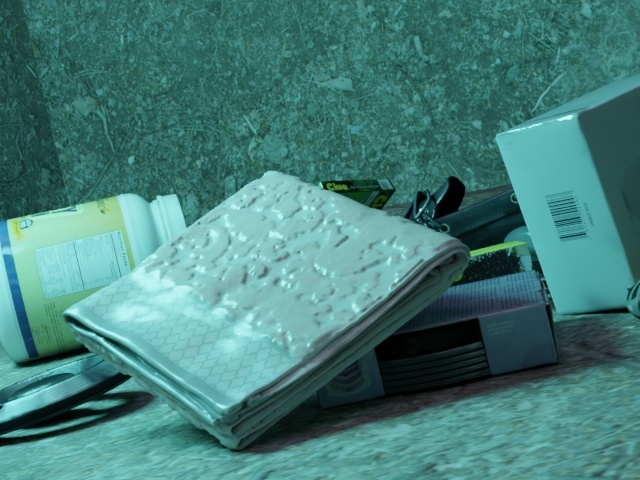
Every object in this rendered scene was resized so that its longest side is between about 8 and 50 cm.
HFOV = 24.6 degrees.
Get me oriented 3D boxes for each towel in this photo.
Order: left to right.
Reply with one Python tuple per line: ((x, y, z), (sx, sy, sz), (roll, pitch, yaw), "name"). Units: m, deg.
((-0.064, 0.050, 1.505), (0.317, 0.053, 0.332), (-36, 35, -24), "towel")

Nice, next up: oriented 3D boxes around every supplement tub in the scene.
((-0.361, 0.053, 2.320), (0.316, 0.228, 0.228), (-13, 5, -9), "supplement tub")

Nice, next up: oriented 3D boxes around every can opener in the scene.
((0.257, 0.021, 1.911), (0.076, 0.095, 0.283), (-13, 5, -15), "can opener")

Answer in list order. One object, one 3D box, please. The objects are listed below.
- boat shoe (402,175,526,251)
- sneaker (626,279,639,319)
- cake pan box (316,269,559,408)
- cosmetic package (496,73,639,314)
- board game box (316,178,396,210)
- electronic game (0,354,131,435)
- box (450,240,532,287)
((0.184, -0.014, 2.167), (0.500, 0.156, 0.187), (-13, 5, 16), "boat shoe")
((0.406, 0.034, 1.493), (0.215, 0.084, 0.083), (-15, 0, -17), "sneaker")
((0.121, 0.098, 1.538), (0.246, 0.070, 0.267), (-14, 5, 6), "cake pan box")
((0.352, -0.062, 1.685), (0.225, 0.224, 0.138), (-24, 8, -35), "cosmetic package")
((0.000, 0.000, 2.252), (0.136, 0.030, 0.259), (-1, -38, -36), "board game box")
((-0.325, 0.187, 1.730), (0.229, 0.048, 0.229), (-20, 4, 2), "electronic game")
((0.140, 0.065, 1.758), (0.232, 0.087, 0.058), (-14, 5, -8), "box")
